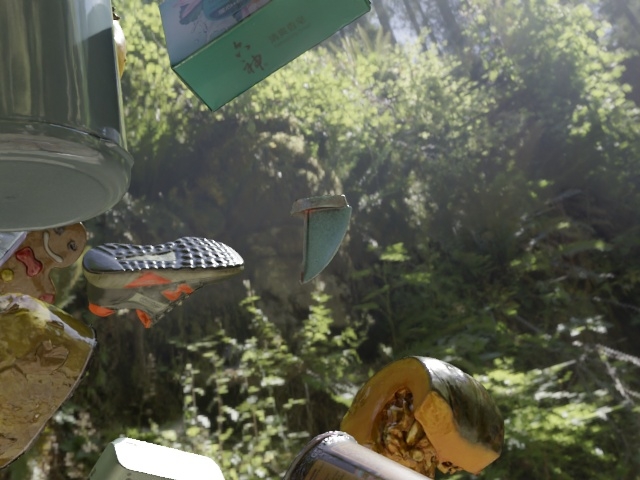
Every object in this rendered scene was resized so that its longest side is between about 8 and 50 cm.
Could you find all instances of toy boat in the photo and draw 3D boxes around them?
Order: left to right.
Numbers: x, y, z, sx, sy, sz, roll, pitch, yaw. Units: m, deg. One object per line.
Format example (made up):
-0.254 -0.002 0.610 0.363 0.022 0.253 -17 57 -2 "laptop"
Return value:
0.000 0.001 0.958 0.096 0.122 0.034 -8 -17 26 "toy boat"

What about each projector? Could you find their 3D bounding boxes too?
-0.342 0.519 1.393 0.250 0.108 0.198 27 -79 -35 "projector"

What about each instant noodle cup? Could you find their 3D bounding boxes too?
0.075 0.411 1.033 0.207 0.217 0.217 6 -19 42 "instant noodle cup"

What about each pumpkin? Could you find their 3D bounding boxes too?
0.211 0.384 1.466 0.225 0.256 0.303 40 -71 -17 "pumpkin"

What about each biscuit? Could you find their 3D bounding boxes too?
-0.778 0.075 1.775 0.432 0.064 0.283 -37 -61 -30 "biscuit"

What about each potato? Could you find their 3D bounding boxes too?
-0.552 0.226 1.213 0.196 0.246 0.299 35 -83 -27 "potato"

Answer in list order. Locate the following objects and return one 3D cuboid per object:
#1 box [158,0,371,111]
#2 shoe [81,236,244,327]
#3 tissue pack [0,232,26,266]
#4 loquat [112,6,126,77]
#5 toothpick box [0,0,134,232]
-0.077 -0.295 0.893 0.245 0.153 0.092 -31 -42 12 "box"
-0.312 0.098 1.417 0.337 0.132 0.170 -4 -60 -35 "shoe"
-0.764 0.005 1.621 0.112 0.156 0.051 22 -58 -7 "tissue pack"
-0.416 -0.313 1.142 0.208 0.208 0.208 -8 -35 -5 "loquat"
-0.337 -0.211 0.736 0.263 0.354 0.263 -9 -17 -3 "toothpick box"
